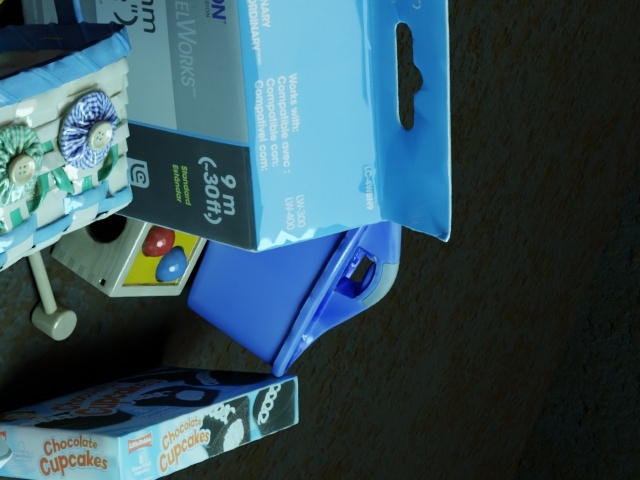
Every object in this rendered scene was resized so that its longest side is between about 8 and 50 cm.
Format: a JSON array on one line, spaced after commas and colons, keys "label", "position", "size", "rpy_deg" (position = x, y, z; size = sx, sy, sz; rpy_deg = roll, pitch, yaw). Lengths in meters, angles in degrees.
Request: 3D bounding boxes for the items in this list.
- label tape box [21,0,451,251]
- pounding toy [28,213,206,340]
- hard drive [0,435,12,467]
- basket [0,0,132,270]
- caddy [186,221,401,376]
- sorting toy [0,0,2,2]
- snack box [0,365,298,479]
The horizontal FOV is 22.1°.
[{"label": "label tape box", "position": [-0.071, -0.132, 1.246], "size": [0.115, 0.348, 0.249], "rpy_deg": [-27, 123, -44]}, {"label": "pounding toy", "position": [-0.199, 0.017, 1.580], "size": [0.181, 0.094, 0.206], "rpy_deg": [2, 118, -63]}, {"label": "hard drive", "position": [-0.370, 0.251, 1.139], "size": [0.307, 0.040, 0.203], "rpy_deg": [-45, 168, 15]}, {"label": "basket", "position": [-0.257, -0.127, 1.158], "size": [0.255, 0.201, 0.289], "rpy_deg": [-34, 114, -43]}, {"label": "caddy", "position": [0.000, 0.000, 1.734], "size": [0.241, 0.179, 0.341], "rpy_deg": [-54, 175, -34]}, {"label": "sorting toy", "position": [-0.181, -0.146, 1.429], "size": [0.348, 0.047, 0.196], "rpy_deg": [38, 74, -50]}, {"label": "snack box", "position": [-0.185, 0.190, 1.709], "size": [0.322, 0.187, 0.060], "rpy_deg": [-12, 101, -59]}]
